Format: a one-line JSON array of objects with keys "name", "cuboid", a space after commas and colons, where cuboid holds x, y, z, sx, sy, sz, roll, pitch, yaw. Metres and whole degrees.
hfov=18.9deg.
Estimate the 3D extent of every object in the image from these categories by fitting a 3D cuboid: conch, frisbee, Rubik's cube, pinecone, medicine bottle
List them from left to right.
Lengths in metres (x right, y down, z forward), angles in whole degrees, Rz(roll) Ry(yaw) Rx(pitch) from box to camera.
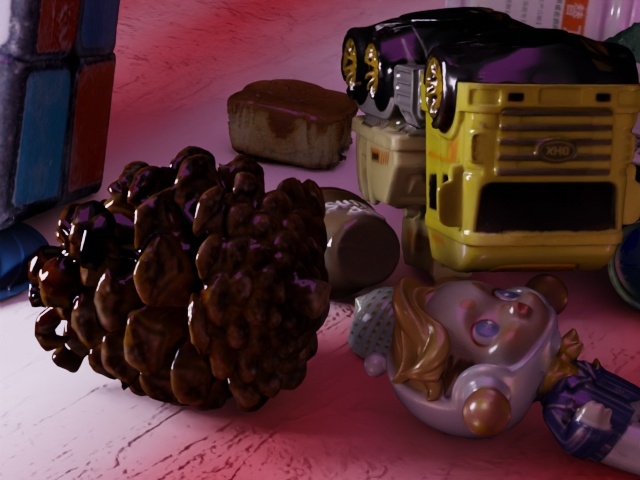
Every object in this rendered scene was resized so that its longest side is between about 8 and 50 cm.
[{"name": "frisbee", "cuboid": [-0.375, 0.003, 1.812, 0.242, 0.045, 0.242, 3, 24, -1]}, {"name": "Rubik's cube", "cuboid": [-0.384, -0.199, 1.879, 0.316, 0.313, 0.318, 9, 9, 10]}, {"name": "pinecone", "cuboid": [-0.108, 0.030, 1.574, 0.272, 0.224, 0.224, 6, 19, 38]}, {"name": "conch", "cuboid": [0.063, 0.074, 1.704, 0.085, 0.056, 0.076, 17, 38, 30]}, {"name": "medicine bottle", "cuboid": [0.332, -0.292, 2.446, 0.316, 0.202, 0.202, 11, 23, 17]}]

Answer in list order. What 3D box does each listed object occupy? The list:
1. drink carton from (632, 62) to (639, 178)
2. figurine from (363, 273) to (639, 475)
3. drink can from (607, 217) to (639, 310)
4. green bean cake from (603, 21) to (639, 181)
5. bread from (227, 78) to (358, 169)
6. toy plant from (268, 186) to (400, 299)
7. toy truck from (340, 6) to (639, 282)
[{"name": "drink carton", "cuboid": [0.280, -0.125, 1.894, 0.134, 0.102, 0.222, 20, -1, -8]}, {"name": "figurine", "cuboid": [0.182, 0.112, 1.556, 0.274, 0.133, 0.194, 11, 38, -9]}, {"name": "drink can", "cuboid": [0.353, -0.005, 1.865, 0.118, 0.118, 0.205, 15, 23, 23]}, {"name": "green bean cake", "cuboid": [0.352, -0.128, 2.161, 0.107, 0.193, 0.208, 12, -20, -32]}, {"name": "bread", "cuboid": [-0.030, -0.134, 2.170, 0.140, 0.069, 0.128, 11, 22, 13]}, {"name": "toy plant", "cuboid": [0.000, 0.000, 1.816, 0.143, 0.105, 0.200, 9, 4, -29]}, {"name": "toy truck", "cuboid": [0.141, -0.078, 1.728, 0.181, 0.254, 0.405, -4, 9, -13]}]
